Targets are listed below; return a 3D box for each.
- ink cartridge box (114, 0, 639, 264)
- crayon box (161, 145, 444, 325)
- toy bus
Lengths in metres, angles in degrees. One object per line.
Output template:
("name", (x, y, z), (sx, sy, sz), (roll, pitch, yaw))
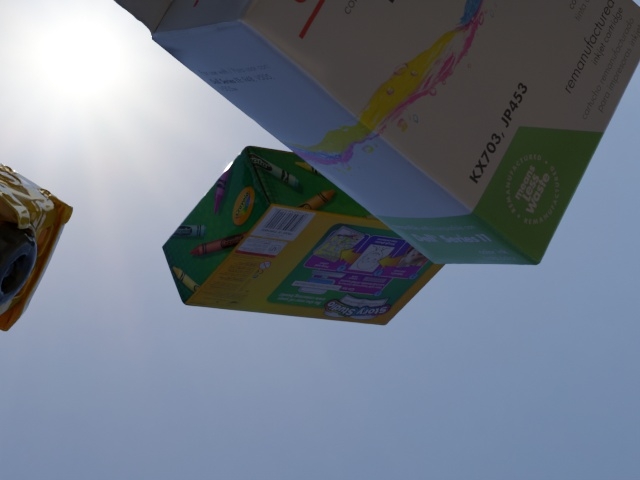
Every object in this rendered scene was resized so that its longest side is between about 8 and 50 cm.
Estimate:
("ink cartridge box", (0.036, -0.159, 1.287), (0.353, 0.207, 0.119), (37, 162, -29))
("crayon box", (0.000, 0.000, 2.026), (0.278, 0.165, 0.081), (8, -132, -39))
("toy bus", (-0.330, 0.027, 1.855), (0.149, 0.220, 0.211), (30, -166, 15))
